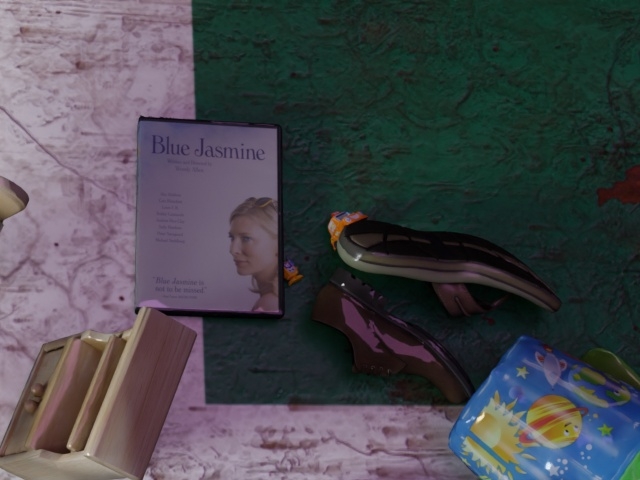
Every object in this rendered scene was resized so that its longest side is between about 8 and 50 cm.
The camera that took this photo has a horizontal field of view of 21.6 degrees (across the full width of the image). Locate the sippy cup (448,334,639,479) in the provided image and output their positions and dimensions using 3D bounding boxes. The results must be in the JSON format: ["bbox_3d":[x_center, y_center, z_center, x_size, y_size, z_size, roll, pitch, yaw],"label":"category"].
[{"bbox_3d":[0.281,0.236,1.963,0.224,0.305,0.240,34,93,10],"label":"sippy cup"}]

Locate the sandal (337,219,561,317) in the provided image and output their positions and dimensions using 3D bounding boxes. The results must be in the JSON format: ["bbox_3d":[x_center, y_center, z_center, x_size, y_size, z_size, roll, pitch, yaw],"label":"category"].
[{"bbox_3d":[0.153,0.045,2.061,0.303,0.120,0.086,11,110,-19],"label":"sandal"}]

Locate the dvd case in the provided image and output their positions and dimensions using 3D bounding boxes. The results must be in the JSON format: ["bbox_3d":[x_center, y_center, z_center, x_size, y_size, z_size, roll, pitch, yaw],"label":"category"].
[{"bbox_3d":[-0.134,-0.029,2.037,0.180,0.022,0.253,2,70,-10],"label":"dvd case"}]

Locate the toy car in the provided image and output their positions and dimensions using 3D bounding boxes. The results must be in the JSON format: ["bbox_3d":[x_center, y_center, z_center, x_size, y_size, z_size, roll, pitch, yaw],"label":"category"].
[{"bbox_3d":[0.000,0.000,2.051,0.122,0.060,0.040,-32,71,-24],"label":"toy car"}]

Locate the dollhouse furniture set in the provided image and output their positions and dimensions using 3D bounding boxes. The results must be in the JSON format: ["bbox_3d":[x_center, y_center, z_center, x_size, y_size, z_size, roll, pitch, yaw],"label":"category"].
[{"bbox_3d":[-0.374,0.104,1.737,0.394,0.256,0.362,31,64,-25],"label":"dollhouse furniture set"}]

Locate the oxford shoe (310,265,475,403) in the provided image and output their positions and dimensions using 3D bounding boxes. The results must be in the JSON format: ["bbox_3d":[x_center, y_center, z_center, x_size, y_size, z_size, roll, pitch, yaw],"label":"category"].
[{"bbox_3d":[0.085,0.136,2.024,0.227,0.083,0.096,36,83,1],"label":"oxford shoe"}]
